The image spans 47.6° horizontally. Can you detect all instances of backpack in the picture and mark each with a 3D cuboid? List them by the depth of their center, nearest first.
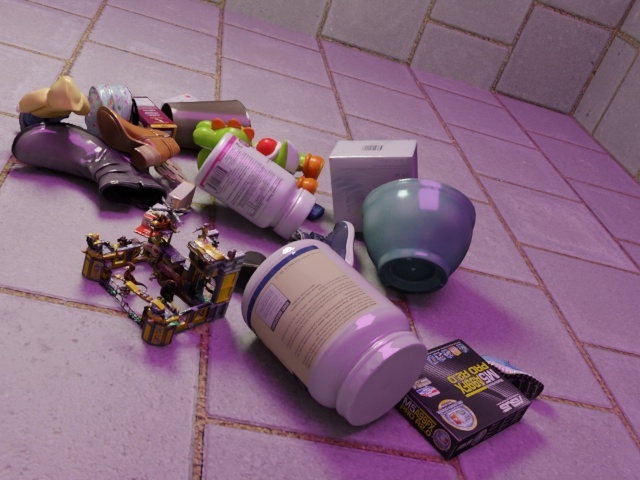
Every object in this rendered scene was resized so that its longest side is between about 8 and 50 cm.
[{"bbox_3d":[-0.561,-0.327,1.929,0.115,0.182,0.152,-13,44,-46],"label":"backpack"}]

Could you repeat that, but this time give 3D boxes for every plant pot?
[{"bbox_3d":[0.240,0.012,1.827,0.293,0.293,0.196,16,56,-10],"label":"plant pot"}]

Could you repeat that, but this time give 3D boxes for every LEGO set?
[{"bbox_3d":[-0.315,0.035,1.465,0.255,0.192,0.331,-8,40,-42],"label":"LEGO set"}]

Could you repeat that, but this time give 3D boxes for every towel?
[{"bbox_3d":[-0.051,-0.098,2.038,0.119,0.029,0.067,30,30,15],"label":"towel"}]

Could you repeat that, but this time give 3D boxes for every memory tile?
[{"bbox_3d":[-0.400,-0.188,1.903,0.113,0.012,0.148,52,13,30],"label":"memory tile"}]

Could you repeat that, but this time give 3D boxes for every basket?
[{"bbox_3d":[-0.347,-0.337,2.132,0.227,0.154,0.204,-2,37,-30],"label":"basket"}]

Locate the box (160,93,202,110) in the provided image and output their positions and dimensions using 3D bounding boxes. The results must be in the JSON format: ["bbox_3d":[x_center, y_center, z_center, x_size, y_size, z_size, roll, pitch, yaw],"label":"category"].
[{"bbox_3d":[-0.396,-0.407,2.326,0.186,0.038,0.145,29,29,13],"label":"box"}]

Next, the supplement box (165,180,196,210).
[{"bbox_3d":[-0.350,-0.101,1.809,0.036,0.062,0.098,24,28,3],"label":"supplement box"}]

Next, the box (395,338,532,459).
[{"bbox_3d":[0.279,0.320,1.512,0.270,0.060,0.216,-9,41,-43],"label":"box"}]

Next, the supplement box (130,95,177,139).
[{"bbox_3d":[-0.491,-0.320,2.045,0.081,0.104,0.188,-8,40,-41],"label":"supplement box"}]

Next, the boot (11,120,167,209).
[{"bbox_3d":[-0.548,-0.175,1.745,0.338,0.118,0.222,1,36,-34],"label":"boot"}]

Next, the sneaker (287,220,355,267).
[{"bbox_3d":[0.001,-0.001,1.847,0.163,0.086,0.226,19,30,-10],"label":"sneaker"}]

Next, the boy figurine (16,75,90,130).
[{"bbox_3d":[-0.650,-0.327,1.795,0.177,0.092,0.285,-1,-7,-38],"label":"boy figurine"}]

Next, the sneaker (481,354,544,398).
[{"bbox_3d":[0.431,0.300,1.647,0.162,0.063,0.073,24,26,5],"label":"sneaker"}]

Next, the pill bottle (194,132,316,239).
[{"bbox_3d":[-0.162,-0.133,1.845,0.283,0.160,0.160,35,28,-8],"label":"pill bottle"}]

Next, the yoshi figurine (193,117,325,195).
[{"bbox_3d":[-0.186,-0.201,1.996,0.362,0.203,0.203,23,2,-7],"label":"yoshi figurine"}]

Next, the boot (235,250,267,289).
[{"bbox_3d":[-0.126,0.071,1.639,0.198,0.076,0.137,23,23,21],"label":"boot"}]

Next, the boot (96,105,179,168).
[{"bbox_3d":[-0.457,-0.266,1.824,0.197,0.073,0.152,50,32,1],"label":"boot"}]

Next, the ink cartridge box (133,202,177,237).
[{"bbox_3d":[-0.388,-0.045,1.722,0.063,0.029,0.115,24,28,4],"label":"ink cartridge box"}]

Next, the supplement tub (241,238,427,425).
[{"bbox_3d":[0.024,0.174,1.410,0.235,0.235,0.325,-10,41,-43],"label":"supplement tub"}]

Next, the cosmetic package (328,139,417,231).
[{"bbox_3d":[0.151,-0.147,1.986,0.224,0.224,0.138,1,27,14],"label":"cosmetic package"}]
